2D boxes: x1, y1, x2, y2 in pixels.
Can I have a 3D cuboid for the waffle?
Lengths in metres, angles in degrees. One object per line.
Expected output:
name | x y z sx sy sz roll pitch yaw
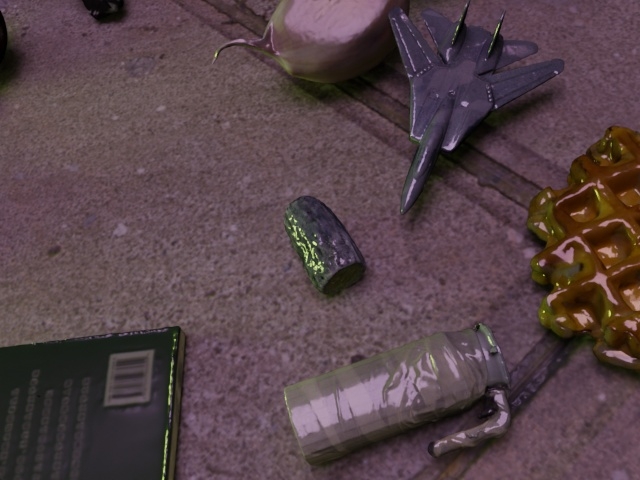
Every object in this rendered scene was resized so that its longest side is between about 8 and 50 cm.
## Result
waffle | 0.364 -0.002 0.679 0.325 0.068 0.302 20 66 22

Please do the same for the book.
book | -0.325 0.228 0.728 0.371 0.043 0.260 -7 56 8

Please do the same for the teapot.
teapot | 0.077 0.153 0.652 0.201 0.077 0.107 -20 61 1

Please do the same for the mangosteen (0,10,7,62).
mangosteen | -0.554 -0.322 1.034 0.194 0.194 0.230 -9 46 9

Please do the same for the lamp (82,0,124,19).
lamp | -0.393 -0.484 1.121 0.182 0.182 0.313 -8 82 9

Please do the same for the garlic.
garlic | 0.009 -0.259 0.884 0.266 0.128 0.148 -44 64 -12

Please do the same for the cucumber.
cucumber | 0.001 0.002 0.770 0.064 0.064 0.112 -30 57 -5

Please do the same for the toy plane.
toy plane | 0.141 -0.140 0.809 0.212 0.088 0.267 21 78 9
